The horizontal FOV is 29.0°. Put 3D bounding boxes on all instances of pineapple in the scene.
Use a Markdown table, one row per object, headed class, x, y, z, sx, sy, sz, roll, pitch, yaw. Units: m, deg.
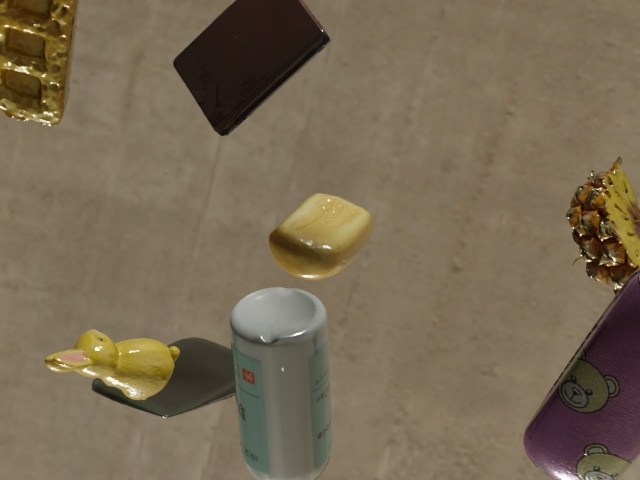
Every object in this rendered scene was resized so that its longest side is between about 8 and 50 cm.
| class | x | y | z | sx | sy | sz | roll | pitch | yaw |
| --- | --- | --- | --- | --- | --- | --- | --- | --- | --- |
| pineapple | 0.418 | -0.003 | 1.762 | 0.079 | 0.135 | 0.233 | -44 | -115 | 47 |

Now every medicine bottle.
| class | x | y | z | sx | sy | sz | roll | pitch | yaw |
| --- | --- | --- | --- | --- | --- | --- | --- | --- | --- |
| medicine bottle | -0.041 | 0.225 | 1.459 | 0.110 | 0.110 | 0.351 | -98 | -175 | -57 |

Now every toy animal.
| class | x | y | z | sx | sy | sz | roll | pitch | yaw |
| --- | --- | --- | --- | --- | --- | --- | --- | --- | --- |
| toy animal | -0.250 | 0.139 | 1.456 | 0.083 | 0.159 | 0.070 | -38 | -127 | 32 |

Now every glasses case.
| class | x | y | z | sx | sy | sz | roll | pitch | yaw |
| --- | --- | --- | --- | --- | --- | --- | --- | --- | --- |
| glasses case | 0.338 | 0.160 | 1.387 | 0.076 | 0.123 | 0.316 | -48 | 167 | -56 |

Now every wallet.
| class | x | y | z | sx | sy | sz | roll | pitch | yaw |
| --- | --- | --- | --- | --- | --- | --- | --- | --- | --- |
| wallet | -0.217 | 0.217 | 1.904 | 0.245 | 0.169 | 0.052 | -18 | 121 | -53 |

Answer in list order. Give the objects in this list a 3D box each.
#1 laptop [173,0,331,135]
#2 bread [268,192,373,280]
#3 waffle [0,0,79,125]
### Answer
| class | x | y | z | sx | sy | sz | roll | pitch | yaw |
| --- | --- | --- | --- | --- | --- | --- | --- | --- | --- |
| laptop | -0.098 | -0.263 | 1.722 | 0.207 | 0.026 | 0.154 | -41 | -117 | 14 |
| bread | 0.000 | 0.000 | 2.186 | 0.217 | 0.147 | 0.098 | -38 | 150 | -55 |
| waffle | -0.388 | -0.283 | 1.554 | 0.057 | 0.168 | 0.274 | -84 | -172 | -56 |
